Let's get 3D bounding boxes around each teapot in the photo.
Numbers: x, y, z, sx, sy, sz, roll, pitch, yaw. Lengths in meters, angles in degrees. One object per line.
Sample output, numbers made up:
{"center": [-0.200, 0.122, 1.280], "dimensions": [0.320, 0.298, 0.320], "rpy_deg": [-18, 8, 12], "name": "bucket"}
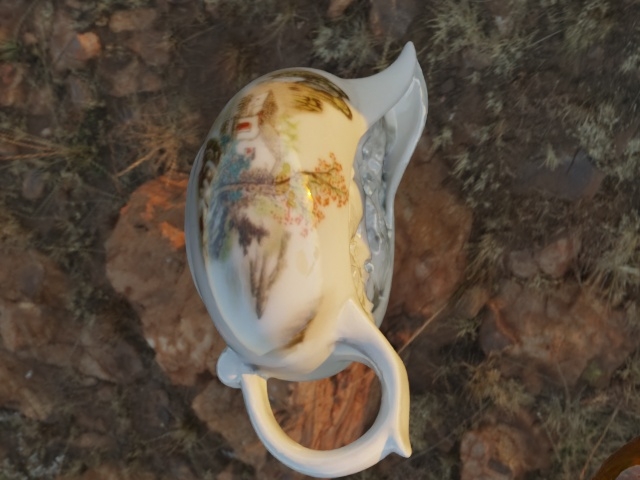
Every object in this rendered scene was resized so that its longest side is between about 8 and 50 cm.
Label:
{"center": [0.000, 0.000, 0.498], "dimensions": [0.139, 0.204, 0.298], "rpy_deg": [0, 70, 16], "name": "teapot"}

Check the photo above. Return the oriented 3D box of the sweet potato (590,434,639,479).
{"center": [0.271, 0.129, 0.501], "dimensions": [0.265, 0.057, 0.057], "rpy_deg": [-23, 100, -7], "name": "sweet potato"}
